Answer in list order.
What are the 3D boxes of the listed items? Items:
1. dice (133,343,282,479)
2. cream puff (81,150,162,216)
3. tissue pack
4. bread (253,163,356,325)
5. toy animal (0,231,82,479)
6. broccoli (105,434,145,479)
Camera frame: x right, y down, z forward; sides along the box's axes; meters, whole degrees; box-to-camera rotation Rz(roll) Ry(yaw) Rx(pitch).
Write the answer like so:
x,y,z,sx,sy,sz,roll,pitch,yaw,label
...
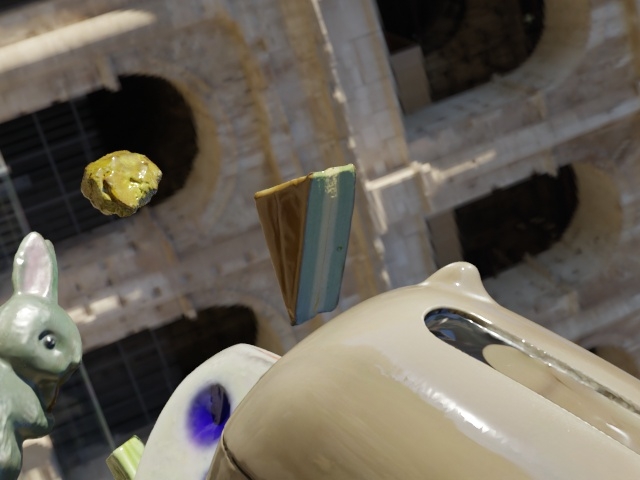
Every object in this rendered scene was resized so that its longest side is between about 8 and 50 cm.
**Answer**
x,y,z,sx,sy,sz,roll,pitch,yaw,label
-0.024,0.313,1.253,0.304,0.304,0.277,21,-7,46,dice
-0.203,-0.062,1.139,0.083,0.083,0.058,30,-48,57,cream puff
0.122,0.202,0.754,0.387,0.267,0.277,29,-67,21,tissue pack
0.001,0.005,1.087,0.084,0.074,0.139,-16,-91,44,bread
-0.283,0.113,1.012,0.125,0.251,0.127,30,-18,-16,toy animal
-0.250,0.427,1.796,0.243,0.247,0.263,55,-6,4,broccoli
